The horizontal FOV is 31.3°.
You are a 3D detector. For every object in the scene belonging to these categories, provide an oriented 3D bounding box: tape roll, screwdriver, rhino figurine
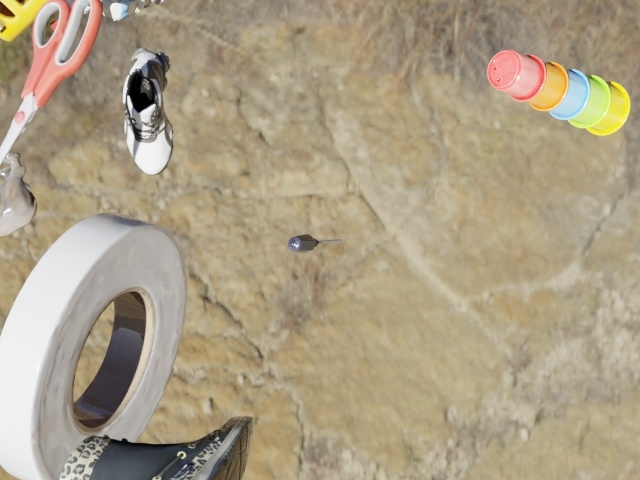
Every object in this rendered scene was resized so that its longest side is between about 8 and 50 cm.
[{"bbox_3d":[-0.306,0.153,1.558,0.072,0.392,0.392,17,54,18],"label":"tape roll"},{"bbox_3d":[0.000,0.000,1.490,0.024,0.025,0.170,46,21,14],"label":"screwdriver"},{"bbox_3d":[-0.529,-0.028,1.693,0.243,0.073,0.106,-28,75,3],"label":"rhino figurine"}]

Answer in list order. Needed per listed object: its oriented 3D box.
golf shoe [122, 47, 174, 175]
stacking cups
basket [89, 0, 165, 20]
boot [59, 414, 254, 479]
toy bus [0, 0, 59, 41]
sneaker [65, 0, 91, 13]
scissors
[{"bbox_3d":[-0.265,-0.182,1.696,0.077,0.198,0.094,2,25,7],"label":"golf shoe"},{"bbox_3d":[0.389,-0.247,1.846,0.316,0.096,0.096,11,32,-48],"label":"stacking cups"},{"bbox_3d":[-0.249,-0.430,1.486,0.254,0.201,0.289,26,42,7],"label":"basket"},{"bbox_3d":[-0.192,0.265,1.402,0.178,0.085,0.236,12,21,14],"label":"boot"},{"bbox_3d":[-0.480,-0.358,1.739,0.191,0.202,0.104,6,38,6],"label":"toy bus"},{"bbox_3d":[-0.327,-0.421,1.741,0.212,0.080,0.094,-43,27,17],"label":"sneaker"},{"bbox_3d":[-0.338,-0.158,1.343,0.109,0.021,0.297,15,81,35],"label":"scissors"}]
